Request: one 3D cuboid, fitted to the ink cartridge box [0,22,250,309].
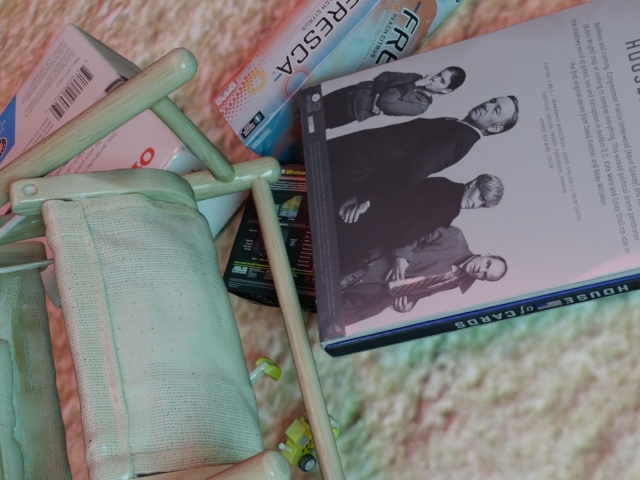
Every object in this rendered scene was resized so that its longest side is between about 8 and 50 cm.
[{"bbox_3d":[-0.167,-0.049,0.835,0.148,0.086,0.203,-50,50,8],"label":"ink cartridge box"}]

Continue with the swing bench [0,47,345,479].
[{"bbox_3d":[-0.136,0.070,0.618,0.254,0.165,0.253,-20,63,10],"label":"swing bench"}]

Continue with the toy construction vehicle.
[{"bbox_3d":[-0.041,0.134,0.689,0.098,0.035,0.086,-53,49,6],"label":"toy construction vehicle"}]

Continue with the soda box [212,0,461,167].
[{"bbox_3d":[0.013,-0.135,0.755,0.183,0.058,0.063,-46,50,12],"label":"soda box"}]

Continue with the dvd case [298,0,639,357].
[{"bbox_3d":[0.105,-0.042,0.631,0.238,0.029,0.179,-14,61,17],"label":"dvd case"}]

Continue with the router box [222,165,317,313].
[{"bbox_3d":[0.000,0.000,0.717,0.122,0.038,0.092,6,74,39],"label":"router box"}]
